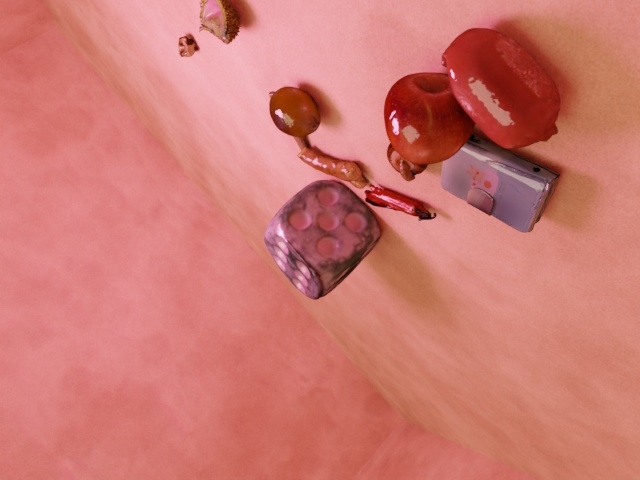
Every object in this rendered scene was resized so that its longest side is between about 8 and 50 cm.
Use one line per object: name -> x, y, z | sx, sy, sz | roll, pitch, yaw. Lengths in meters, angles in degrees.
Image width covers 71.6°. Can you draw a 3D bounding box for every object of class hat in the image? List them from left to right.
hat -> -0.528, -0.771, 1.769 | 0.077, 0.059, 0.076 | 14, 108, 42

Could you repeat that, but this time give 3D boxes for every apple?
apple -> 0.229, -0.258, 0.950 | 0.201, 0.201, 0.162 | 35, 146, 31

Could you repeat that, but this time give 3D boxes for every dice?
dice -> 0.000, 0.000, 1.703 | 0.330, 0.348, 0.328 | 43, 158, 10

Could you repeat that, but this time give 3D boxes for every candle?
candle -> 0.245, -0.115, 1.405 | 0.301, 0.059, 0.084 | 29, 165, 46

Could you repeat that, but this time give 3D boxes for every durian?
durian -> -0.314, -0.704, 1.407 | 0.220, 0.095, 0.137 | 35, 121, 36

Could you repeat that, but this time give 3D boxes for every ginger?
ginger -> 0.034, -0.263, 1.545 | 0.299, 0.065, 0.118 | 31, 164, 35

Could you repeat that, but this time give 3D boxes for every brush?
brush -> -0.097, -0.415, 1.570 | 0.054, 0.048, 0.282 | 34, 164, 40

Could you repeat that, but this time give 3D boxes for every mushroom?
mushroom -> 0.229, -0.222, 1.189 | 0.127, 0.087, 0.127 | 37, 158, 17

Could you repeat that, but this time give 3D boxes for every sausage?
sausage -> 0.328, -0.274, 0.810 | 0.254, 0.148, 0.148 | 48, 160, -2

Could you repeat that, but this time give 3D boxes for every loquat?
loquat -> -0.078, -0.404, 1.406 | 0.195, 0.152, 0.152 | 47, 162, 28

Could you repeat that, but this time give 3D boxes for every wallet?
wallet -> 0.398, -0.138, 1.018 | 0.250, 0.075, 0.176 | 37, 154, 30
